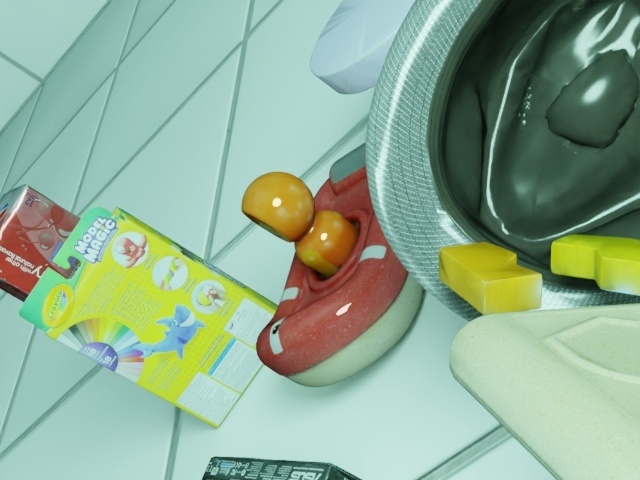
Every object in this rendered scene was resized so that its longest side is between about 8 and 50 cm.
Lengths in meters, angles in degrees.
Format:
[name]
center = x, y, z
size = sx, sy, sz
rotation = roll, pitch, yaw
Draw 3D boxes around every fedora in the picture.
[fedora]
center = 0.161, -0.072, 0.725
size = 0.275, 0.243, 0.124
rotation = -65, -7, 3

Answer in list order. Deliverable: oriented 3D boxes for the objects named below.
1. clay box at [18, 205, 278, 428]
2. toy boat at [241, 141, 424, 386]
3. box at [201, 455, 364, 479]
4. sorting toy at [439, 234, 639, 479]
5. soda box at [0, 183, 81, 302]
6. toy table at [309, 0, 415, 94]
[clay box]
center = -0.152, 0.065, 1.089
size = 0.127, 0.222, 0.053
rotation = -54, 23, 4
[toy boat]
center = 0.000, 0.000, 0.968
size = 0.151, 0.151, 0.231
rotation = -30, 35, 47
[box]
center = -0.061, 0.256, 0.899
size = 0.190, 0.045, 0.184
rotation = -14, 50, 56
[sorting toy]
center = 0.180, 0.058, 0.529
size = 0.307, 0.229, 0.041
rotation = -135, 41, -66
[soda box]
center = -0.208, 0.052, 1.161
size = 0.083, 0.263, 0.092
rotation = -3, 57, 63
[toy table]
center = 0.122, -0.155, 0.900
size = 0.252, 0.161, 0.274
rotation = -59, 18, -12
